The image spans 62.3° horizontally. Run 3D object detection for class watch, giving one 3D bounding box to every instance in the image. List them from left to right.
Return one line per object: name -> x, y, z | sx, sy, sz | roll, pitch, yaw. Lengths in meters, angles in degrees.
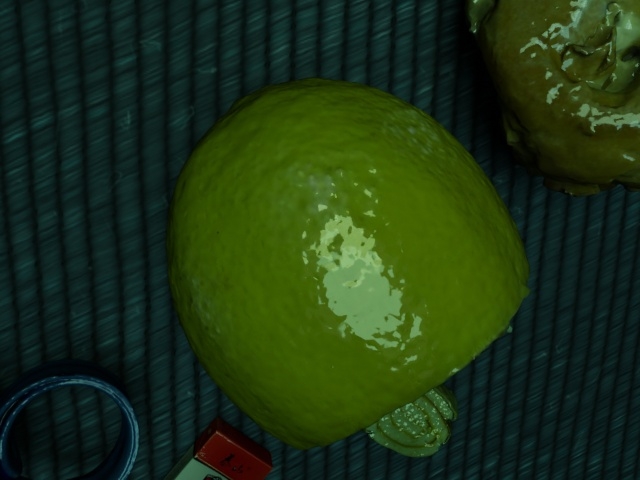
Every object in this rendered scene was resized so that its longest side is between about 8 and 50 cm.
watch -> -0.325, 0.224, 0.628 | 0.200, 0.171, 0.196 | -8, 102, -24

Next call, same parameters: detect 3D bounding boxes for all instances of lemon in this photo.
lemon -> 0.000, 0.000, 0.551 | 0.364, 0.364, 0.364 | -2, 102, -10

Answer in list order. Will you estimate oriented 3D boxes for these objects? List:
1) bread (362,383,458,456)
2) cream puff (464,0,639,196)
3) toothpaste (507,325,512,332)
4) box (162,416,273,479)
bread -> 0.123, 0.239, 0.753 | 0.156, 0.064, 0.117 | 37, 97, -16
cream puff -> 0.328, -0.219, 0.604 | 0.343, 0.231, 0.327 | 37, 105, 19
toothpaste -> 0.226, 0.093, 0.764 | 0.140, 0.021, 0.037 | 36, 94, -14
box -> -0.152, 0.334, 0.730 | 0.100, 0.048, 0.152 | 40, 94, -17
